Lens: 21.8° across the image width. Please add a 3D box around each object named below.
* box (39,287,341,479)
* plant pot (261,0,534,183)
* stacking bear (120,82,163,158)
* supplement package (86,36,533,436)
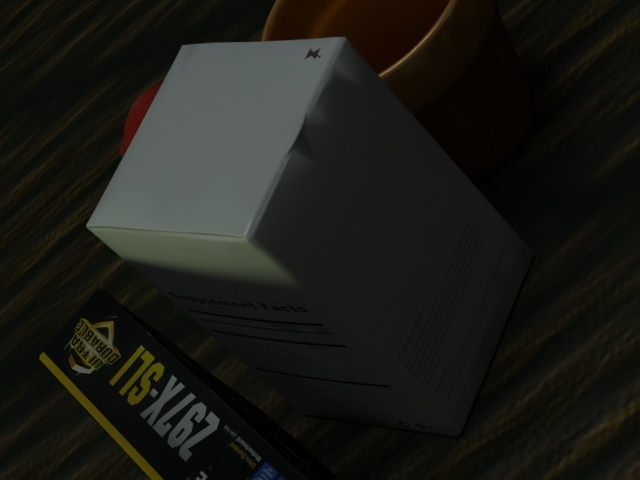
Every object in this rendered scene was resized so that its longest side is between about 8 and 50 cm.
[{"bbox_3d":[-0.034,0.183,1.188,0.079,0.257,0.322,-49,41,-5],"label":"box"},{"bbox_3d":[0.085,-0.148,1.416,0.205,0.188,0.205,-24,44,25],"label":"plant pot"},{"bbox_3d":[-0.092,-0.065,1.532,0.175,0.164,0.289,-49,35,-4],"label":"stacking bear"},{"bbox_3d":[0.000,0.000,1.283,0.175,0.293,0.177,4,59,42],"label":"supplement package"}]
